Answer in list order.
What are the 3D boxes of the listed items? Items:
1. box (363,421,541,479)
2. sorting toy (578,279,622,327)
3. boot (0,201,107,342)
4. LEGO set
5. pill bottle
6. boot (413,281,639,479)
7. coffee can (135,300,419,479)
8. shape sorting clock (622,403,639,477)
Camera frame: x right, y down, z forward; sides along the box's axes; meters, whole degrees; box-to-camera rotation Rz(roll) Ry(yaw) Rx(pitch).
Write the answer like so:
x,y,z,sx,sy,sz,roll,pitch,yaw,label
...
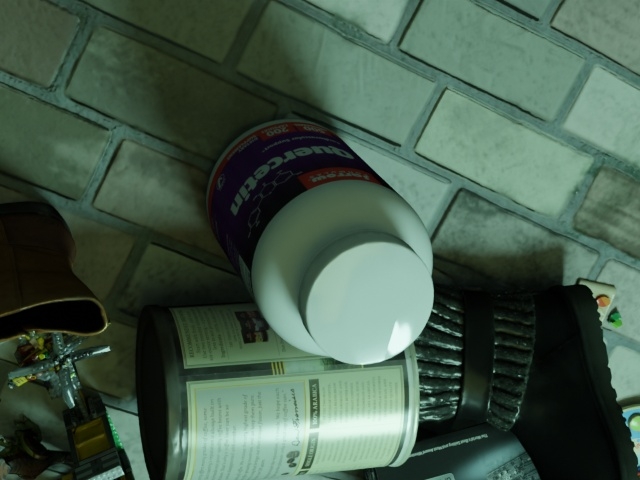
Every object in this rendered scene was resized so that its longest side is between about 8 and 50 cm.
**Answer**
x,y,z,sx,sy,sz,roll,pitch,yaw,label
0.227,0.344,1.598,0.307,0.076,0.242,-12,81,-13,box
0.354,0.086,1.635,0.083,0.012,0.062,12,106,-21,sorting toy
-0.356,0.053,1.245,0.264,0.280,0.096,-3,111,-17,boot
-0.322,0.228,1.375,0.255,0.192,0.331,-15,114,-12,LEGO set
0.000,0.000,1.314,0.182,0.323,0.181,-6,112,-16,pill bottle
0.210,0.209,1.508,0.260,0.131,0.348,-1,67,-20,boot
-0.053,0.164,1.430,0.275,0.201,0.201,-2,111,-17,coffee can
0.421,0.314,1.732,0.206,0.040,0.206,-6,112,-16,shape sorting clock
